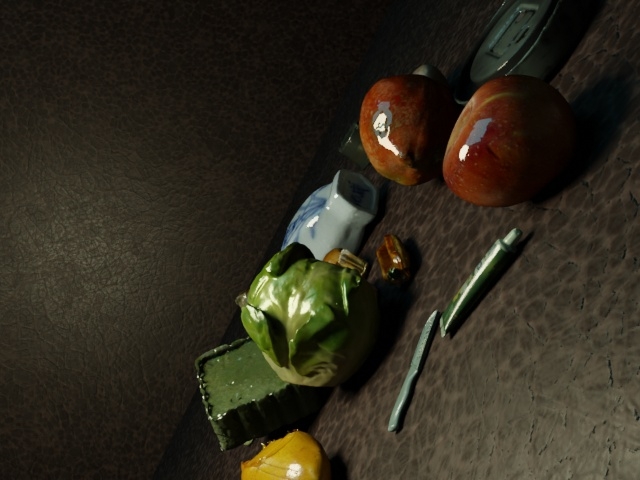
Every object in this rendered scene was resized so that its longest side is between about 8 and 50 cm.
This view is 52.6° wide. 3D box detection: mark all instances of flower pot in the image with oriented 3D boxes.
[{"bbox_3d":[0.133,-0.328,2.183,0.157,0.107,0.157,-56,14,22],"label":"flower pot"}]

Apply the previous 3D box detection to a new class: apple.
[{"bbox_3d":[0.279,-0.140,0.954,0.201,0.162,0.201,-157,90,-90],"label":"apple"}]

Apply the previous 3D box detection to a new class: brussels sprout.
[{"bbox_3d":[-0.015,0.150,1.280,0.227,0.260,0.294,-7,-84,-63],"label":"brussels sprout"}]

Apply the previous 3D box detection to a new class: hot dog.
[{"bbox_3d":[0.154,0.039,1.335,0.072,0.055,0.188,-62,11,18],"label":"hot dog"}]

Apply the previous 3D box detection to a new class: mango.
[{"bbox_3d":[-0.055,0.431,1.173,0.154,0.126,0.252,-56,13,-31],"label":"mango"}]

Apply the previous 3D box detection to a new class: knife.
[{"bbox_3d":[0.152,0.209,1.045,0.210,0.015,0.028,-65,5,-20],"label":"knife"}]

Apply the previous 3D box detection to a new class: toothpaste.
[{"bbox_3d":[0.236,0.063,0.972,0.204,0.032,0.049,-58,10,27],"label":"toothpaste"}]

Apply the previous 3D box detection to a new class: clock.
[{"bbox_3d":[0.380,-0.383,1.233,0.325,0.067,0.325,-53,14,20],"label":"clock"}]

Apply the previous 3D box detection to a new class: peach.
[{"bbox_3d":[0.190,-0.226,1.356,0.232,0.232,0.256,-56,10,28],"label":"peach"}]

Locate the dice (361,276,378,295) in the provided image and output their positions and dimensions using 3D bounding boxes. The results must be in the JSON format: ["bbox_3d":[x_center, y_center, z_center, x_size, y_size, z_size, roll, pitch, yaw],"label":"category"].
[{"bbox_3d":[0.067,0.126,1.427,0.093,0.091,0.094,-60,12,9],"label":"dice"}]

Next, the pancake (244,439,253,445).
[{"bbox_3d":[-0.191,0.529,1.824,0.108,0.017,0.108,-54,12,17],"label":"pancake"}]

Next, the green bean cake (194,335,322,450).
[{"bbox_3d":[-0.139,0.322,1.460,0.255,0.132,0.241,-23,27,-10],"label":"green bean cake"}]

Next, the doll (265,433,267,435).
[{"bbox_3d":[-0.162,0.414,1.650,0.177,0.141,0.314,-56,5,-19],"label":"doll"}]

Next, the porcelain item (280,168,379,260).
[{"bbox_3d":[0.000,0.000,1.805,0.405,0.179,0.242,-55,14,36],"label":"porcelain item"}]

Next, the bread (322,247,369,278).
[{"bbox_3d":[0.019,0.137,1.586,0.241,0.107,0.136,-63,8,-7],"label":"bread"}]

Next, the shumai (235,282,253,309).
[{"bbox_3d":[-0.190,0.232,2.085,0.184,0.185,0.218,-59,11,14],"label":"shumai"}]

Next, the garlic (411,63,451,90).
[{"bbox_3d":[0.229,-0.314,1.644,0.279,0.132,0.325,-66,9,-15],"label":"garlic"}]
